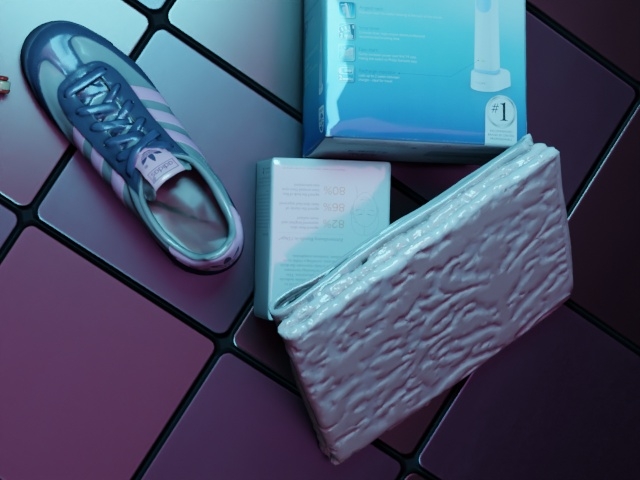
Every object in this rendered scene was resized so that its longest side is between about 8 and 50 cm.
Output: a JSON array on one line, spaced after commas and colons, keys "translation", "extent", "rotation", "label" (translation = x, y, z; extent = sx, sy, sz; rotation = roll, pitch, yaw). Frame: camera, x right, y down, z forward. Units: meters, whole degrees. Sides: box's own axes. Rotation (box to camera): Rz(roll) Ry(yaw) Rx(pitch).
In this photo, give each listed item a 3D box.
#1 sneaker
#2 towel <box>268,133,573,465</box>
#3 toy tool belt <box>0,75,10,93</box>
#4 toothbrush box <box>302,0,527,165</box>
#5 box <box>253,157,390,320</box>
[{"translation": [-0.183, -0.100, 1.587], "extent": [0.112, 0.131, 0.319], "rotation": [-42, 99, -8], "label": "sneaker"}, {"translation": [0.113, 0.067, 1.595], "extent": [0.331, 0.317, 0.053], "rotation": [-34, 58, -9], "label": "towel"}, {"translation": [-0.355, -0.183, 1.590], "extent": [0.083, 0.052, 0.051], "rotation": [11, 97, -13], "label": "toy tool belt"}, {"translation": [0.096, -0.236, 1.630], "extent": [0.216, 0.126, 0.296], "rotation": [1, 84, -12], "label": "toothbrush box"}, {"translation": [0.000, 0.000, 1.650], "extent": [0.130, 0.091, 0.171], "rotation": [2, 90, -13], "label": "box"}]
